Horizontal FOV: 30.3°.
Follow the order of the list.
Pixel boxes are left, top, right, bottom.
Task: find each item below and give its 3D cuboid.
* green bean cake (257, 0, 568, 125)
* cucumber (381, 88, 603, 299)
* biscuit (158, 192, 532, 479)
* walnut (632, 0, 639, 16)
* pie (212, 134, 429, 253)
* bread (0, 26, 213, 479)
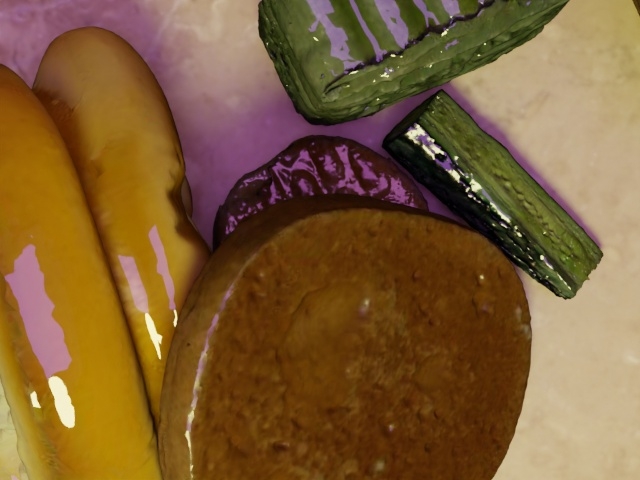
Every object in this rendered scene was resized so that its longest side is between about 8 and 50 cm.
[{"bbox_3d":[0.078,-0.188,0.925,0.241,0.255,0.132,-24,93,-5],"label":"green bean cake"},{"bbox_3d":[0.147,-0.030,1.023,0.211,0.062,0.078,46,45,-7],"label":"cucumber"},{"bbox_3d":[0.028,0.125,0.922,0.367,0.063,0.314,10,94,-43],"label":"biscuit"},{"bbox_3d":[0.433,-0.228,0.908,0.398,0.308,0.354,38,123,-1],"label":"walnut"},{"bbox_3d":[0.000,0.000,1.026,0.195,0.046,0.195,0,92,-2],"label":"pie"},{"bbox_3d":[-0.208,0.052,0.954,0.245,0.329,0.424,-20,90,-42],"label":"bread"}]
